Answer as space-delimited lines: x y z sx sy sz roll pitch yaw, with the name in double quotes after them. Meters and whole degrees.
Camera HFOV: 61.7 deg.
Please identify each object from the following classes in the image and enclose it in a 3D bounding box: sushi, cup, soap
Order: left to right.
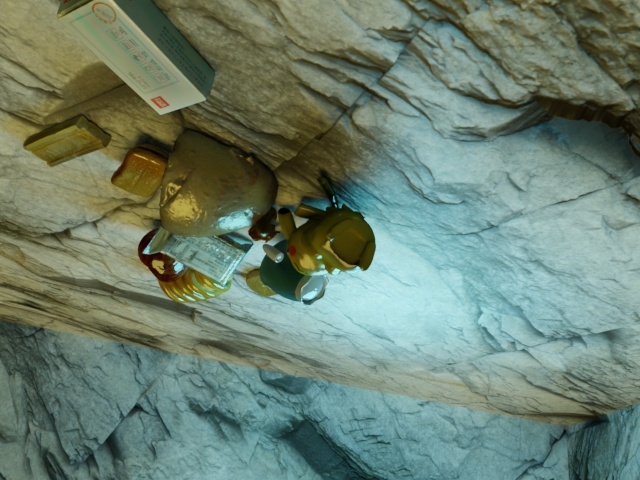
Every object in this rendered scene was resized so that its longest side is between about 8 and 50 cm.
-0.648 -0.248 1.361 0.252 0.037 0.092 -8 146 33 "soap"
-0.167 -0.023 1.594 0.060 0.061 0.118 25 170 -42 "sushi"
-0.070 0.106 1.601 0.173 0.167 0.300 36 172 38 "cup"

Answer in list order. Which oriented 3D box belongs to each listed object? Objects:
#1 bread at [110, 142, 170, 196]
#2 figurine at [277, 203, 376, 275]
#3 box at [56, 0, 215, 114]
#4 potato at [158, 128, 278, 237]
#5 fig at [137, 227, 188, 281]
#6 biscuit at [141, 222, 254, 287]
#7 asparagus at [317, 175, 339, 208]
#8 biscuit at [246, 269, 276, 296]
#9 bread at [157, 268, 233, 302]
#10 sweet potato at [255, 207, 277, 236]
-0.451 -0.183 1.369 0.116 0.077 0.200 27 146 -26 "bread"
0.004 -0.001 1.401 0.218 0.169 0.326 47 148 -19 "figurine"
-0.331 -0.360 0.993 0.135 0.079 0.269 -8 146 31 "box"
-0.242 -0.112 1.303 0.264 0.189 0.211 14 152 -6 "potato"
-0.470 0.022 1.708 0.175 0.207 0.175 47 170 11 "fig"
-0.359 0.020 1.630 0.309 0.186 0.079 31 -176 -33 "biscuit"
0.027 -0.106 1.391 0.034 0.027 0.236 -12 150 8 "asparagus"
-0.202 0.154 1.956 0.142 0.029 0.221 10 153 -2 "biscuit"
-0.456 0.152 1.948 0.311 0.121 0.173 -15 142 38 "bread"
-0.149 -0.057 1.442 0.053 0.182 0.054 25 111 -4 "sweet potato"
